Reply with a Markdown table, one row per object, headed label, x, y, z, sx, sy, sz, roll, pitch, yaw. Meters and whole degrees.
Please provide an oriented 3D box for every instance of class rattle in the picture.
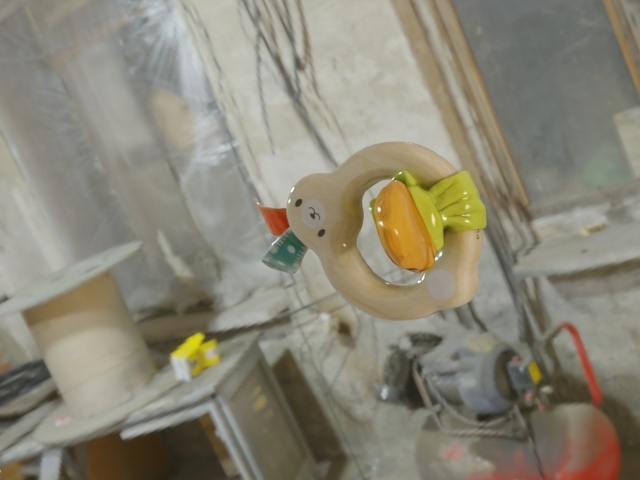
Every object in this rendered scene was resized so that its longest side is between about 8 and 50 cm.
| label | x | y | z | sx | sy | sz | roll | pitch | yaw |
| --- | --- | --- | --- | --- | --- | --- | --- | --- | --- |
| rattle | 0.000 | 0.000 | 0.641 | 0.200 | 0.130 | 0.143 | 10 | 29 | 30 |
